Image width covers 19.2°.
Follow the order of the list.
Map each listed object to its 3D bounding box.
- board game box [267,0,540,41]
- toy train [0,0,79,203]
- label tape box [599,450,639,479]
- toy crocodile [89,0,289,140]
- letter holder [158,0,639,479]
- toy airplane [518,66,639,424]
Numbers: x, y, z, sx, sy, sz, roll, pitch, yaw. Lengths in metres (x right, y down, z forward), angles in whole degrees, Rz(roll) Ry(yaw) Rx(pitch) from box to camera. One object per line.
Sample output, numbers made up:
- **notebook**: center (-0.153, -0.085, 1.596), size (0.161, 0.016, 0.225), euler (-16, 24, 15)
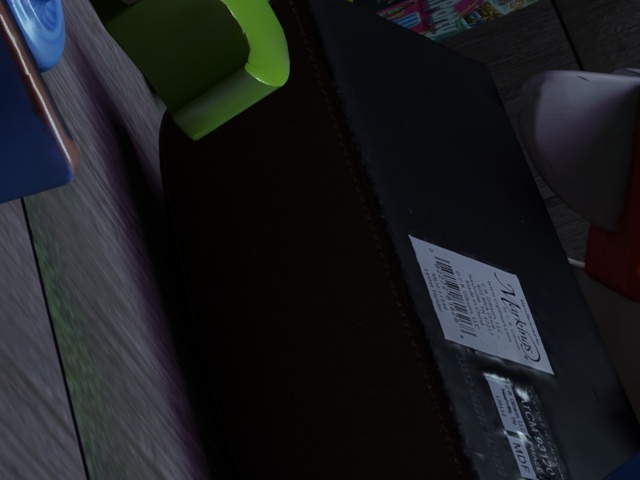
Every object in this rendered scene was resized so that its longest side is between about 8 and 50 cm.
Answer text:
- **board game box**: center (0.039, -0.220, 1.574), size (0.224, 0.303, 0.097), euler (49, 20, -79)
- **toy train**: center (-0.109, -0.073, 0.370), size (0.105, 0.080, 0.184), euler (-88, 161, -57)
- **label tape box**: center (0.169, 0.248, 0.799), size (0.333, 0.241, 0.106), euler (53, 1, -37)
- **toy crocodile**: center (-0.109, -0.188, 0.693), size (0.105, 0.115, 0.340), euler (-104, 172, -59)
- **letter holder**: center (0.009, 0.064, 0.946), size (0.152, 0.214, 0.301), euler (19, 42, -42)
- **toy airplane**: center (0.158, 0.089, 1.062), size (0.386, 0.272, 0.384), euler (91, -21, -60)
